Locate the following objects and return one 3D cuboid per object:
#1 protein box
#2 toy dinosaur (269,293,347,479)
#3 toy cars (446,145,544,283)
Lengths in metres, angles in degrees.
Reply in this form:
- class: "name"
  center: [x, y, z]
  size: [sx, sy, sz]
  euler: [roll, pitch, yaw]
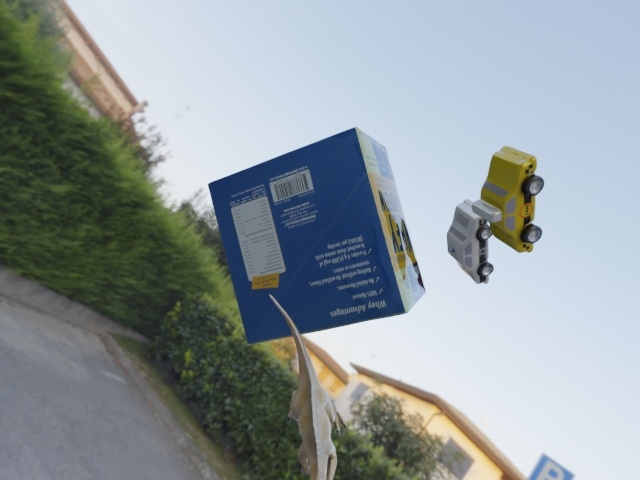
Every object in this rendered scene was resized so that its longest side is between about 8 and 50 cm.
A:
- class: "protein box"
  center: [0.000, 0.000, 0.538]
  size: [0.136, 0.199, 0.201]
  euler: [-7, 81, -68]
- class: "toy dinosaur"
  center: [-0.006, 0.139, 0.362]
  size: [0.093, 0.053, 0.183]
  euler: [85, -4, -55]
- class: "toy cars"
  center: [0.319, -0.025, 0.861]
  size: [0.394, 0.087, 0.176]
  euler: [92, -21, -69]
